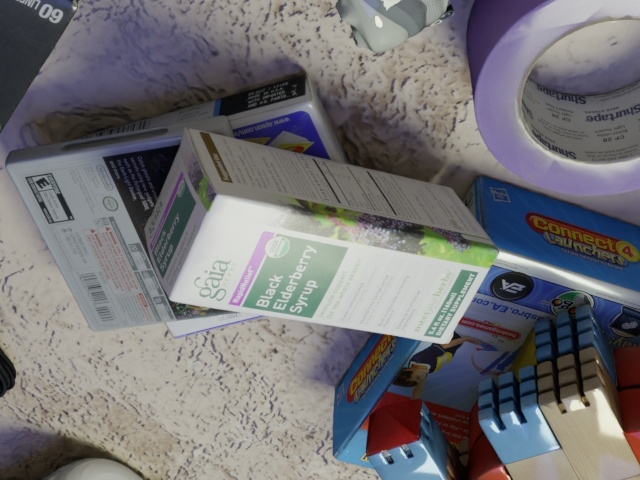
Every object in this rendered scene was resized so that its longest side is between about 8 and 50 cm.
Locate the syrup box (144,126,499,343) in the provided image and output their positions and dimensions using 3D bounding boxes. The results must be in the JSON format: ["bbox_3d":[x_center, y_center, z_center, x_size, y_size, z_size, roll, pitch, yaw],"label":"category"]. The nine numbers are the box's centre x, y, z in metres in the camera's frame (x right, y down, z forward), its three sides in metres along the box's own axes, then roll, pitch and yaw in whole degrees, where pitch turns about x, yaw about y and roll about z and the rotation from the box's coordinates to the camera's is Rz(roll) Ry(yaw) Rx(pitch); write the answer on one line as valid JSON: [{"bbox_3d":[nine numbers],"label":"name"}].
[{"bbox_3d":[0.000,0.000,0.932,0.237,0.096,0.093,11,120,-29],"label":"syrup box"}]

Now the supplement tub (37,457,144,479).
[{"bbox_3d":[-0.310,0.365,1.304,0.316,0.193,0.193,-29,128,27],"label":"supplement tub"}]

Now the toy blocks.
[{"bbox_3d":[0.216,0.176,1.023,0.381,0.191,0.261,-20,120,20],"label":"toy blocks"}]

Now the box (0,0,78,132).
[{"bbox_3d":[-0.278,-0.139,0.838,0.165,0.143,0.270,25,130,-22],"label":"box"}]

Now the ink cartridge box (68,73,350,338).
[{"bbox_3d":[-0.068,-0.021,1.021,0.206,0.045,0.208,-14,131,14],"label":"ink cartridge box"}]

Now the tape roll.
[{"bbox_3d":[0.199,-0.126,0.890,0.189,0.080,0.189,1,135,1],"label":"tape roll"}]

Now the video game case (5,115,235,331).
[{"bbox_3d":[-0.130,-0.007,0.991,0.173,0.022,0.190,-8,132,11],"label":"video game case"}]

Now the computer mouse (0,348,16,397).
[{"bbox_3d":[-0.410,0.089,1.124,0.262,0.060,0.184,4,136,-4],"label":"computer mouse"}]

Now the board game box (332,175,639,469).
[{"bbox_3d":[0.208,0.114,1.124,0.308,0.086,0.302,17,133,-16],"label":"board game box"}]

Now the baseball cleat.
[{"bbox_3d":[0.031,-0.219,0.821,0.109,0.072,0.206,-25,135,6],"label":"baseball cleat"}]
